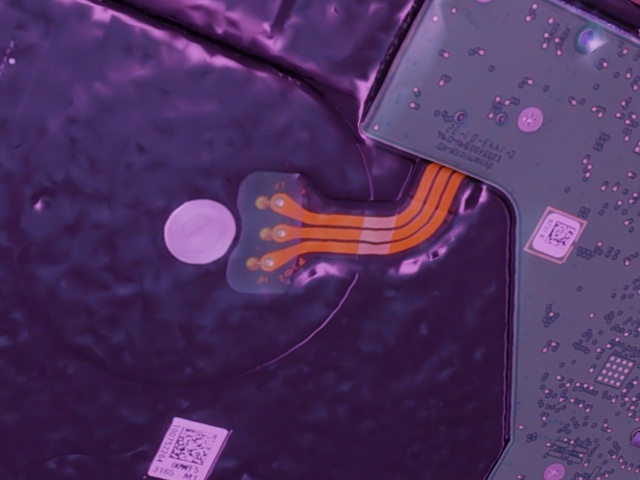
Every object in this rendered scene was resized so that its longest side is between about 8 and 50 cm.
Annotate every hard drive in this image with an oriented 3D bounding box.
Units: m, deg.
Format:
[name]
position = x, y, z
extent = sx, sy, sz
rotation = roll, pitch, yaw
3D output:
[hard drive]
position = 0.000, 0.000, 0.396
extent = 0.339, 0.064, 0.237
rotation = 18, 109, -24
